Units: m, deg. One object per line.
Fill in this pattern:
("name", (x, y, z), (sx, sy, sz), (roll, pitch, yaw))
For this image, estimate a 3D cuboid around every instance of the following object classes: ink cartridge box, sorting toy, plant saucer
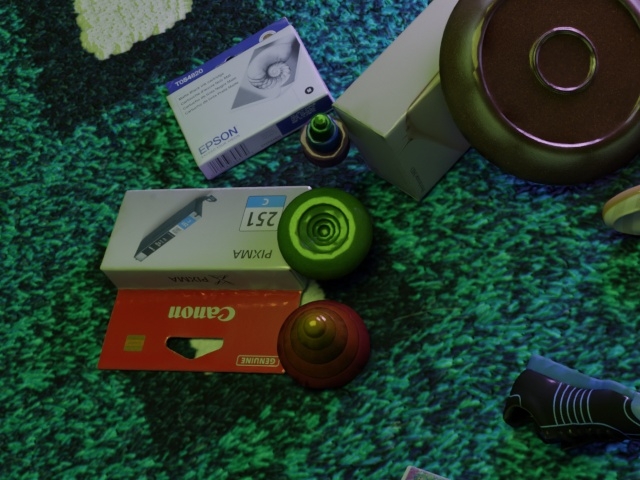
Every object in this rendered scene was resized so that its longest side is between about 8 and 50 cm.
("ink cartridge box", (-0.115, -0.227, 2.230), (0.223, 0.045, 0.224), (-30, 51, 3))
("ink cartridge box", (-0.163, 0.051, 2.054), (0.296, 0.066, 0.261), (-1, 58, 23))
("sorting toy", (0.000, 0.000, 1.912), (0.127, 0.126, 0.365), (0, 75, 6))
("plant saucer", (0.310, -0.227, 1.928), (0.311, 0.050, 0.310), (1, 83, -8))

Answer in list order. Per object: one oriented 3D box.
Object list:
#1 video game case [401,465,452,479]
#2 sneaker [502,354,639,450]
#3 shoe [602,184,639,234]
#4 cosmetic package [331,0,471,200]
("video game case", (0.133, 0.355, 1.749), (0.143, 0.019, 0.157), (15, 66, 31))
("sneaker", (0.308, 0.205, 1.718), (0.232, 0.081, 0.090), (17, 73, 54))
("shoe", (0.454, -0.033, 1.829), (0.219, 0.076, 0.058), (-6, 51, 18))
("cosmetic package", (0.177, -0.225, 2.028), (0.309, 0.160, 0.113), (-48, 52, -10))
